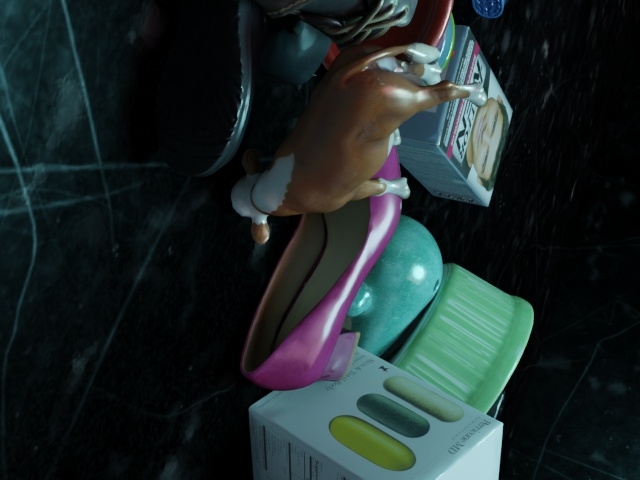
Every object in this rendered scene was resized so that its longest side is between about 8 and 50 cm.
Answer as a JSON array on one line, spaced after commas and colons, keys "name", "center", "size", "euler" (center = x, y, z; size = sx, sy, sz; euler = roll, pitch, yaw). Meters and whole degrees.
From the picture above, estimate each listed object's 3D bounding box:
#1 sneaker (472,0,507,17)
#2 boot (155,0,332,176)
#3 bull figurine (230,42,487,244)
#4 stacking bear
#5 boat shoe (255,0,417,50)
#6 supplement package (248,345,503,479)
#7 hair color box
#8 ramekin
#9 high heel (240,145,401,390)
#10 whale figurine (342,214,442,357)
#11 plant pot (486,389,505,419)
[{"name": "sneaker", "center": [0.297, -0.496, 1.648], "size": [0.232, 0.081, 0.090], "euler": [80, 29, -56]}, {"name": "boot", "center": [-0.062, -0.178, 0.964], "size": [0.207, 0.094, 0.247], "euler": [5, 91, -63]}, {"name": "bull figurine", "center": [0.028, -0.099, 1.004], "size": [0.188, 0.101, 0.310], "euler": [-12, 162, -29]}, {"name": "stacking bear", "center": [0.103, -0.268, 1.234], "size": [0.289, 0.175, 0.164], "euler": [-22, 121, -71]}, {"name": "boat shoe", "center": [0.042, -0.254, 0.913], "size": [0.130, 0.132, 0.355], "euler": [65, 29, -15]}, {"name": "supplement package", "center": [0.070, 0.302, 1.258], "size": [0.199, 0.262, 0.198], "euler": [-29, 130, -38]}, {"name": "hair color box", "center": [0.207, -0.194, 1.553], "size": [0.374, 0.113, 0.185], "euler": [30, 75, -67]}, {"name": "ramekin", "center": [0.183, 0.182, 1.513], "size": [0.303, 0.148, 0.303], "euler": [-55, -177, 4]}, {"name": "high heel", "center": [0.000, 0.000, 1.188], "size": [0.181, 0.127, 0.377], "euler": [10, 86, -56]}, {"name": "whale figurine", "center": [0.095, 0.096, 1.415], "size": [0.216, 0.141, 0.272], "euler": [3, 101, -67]}, {"name": "plant pot", "center": [0.251, 0.323, 1.819], "size": [0.187, 0.167, 0.188], "euler": [68, 44, -68]}]
